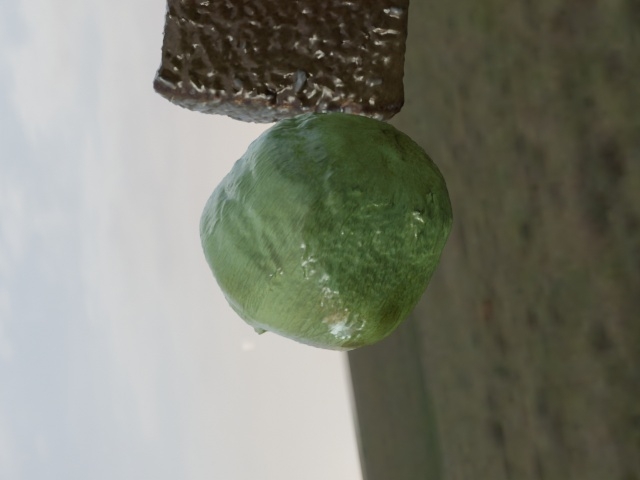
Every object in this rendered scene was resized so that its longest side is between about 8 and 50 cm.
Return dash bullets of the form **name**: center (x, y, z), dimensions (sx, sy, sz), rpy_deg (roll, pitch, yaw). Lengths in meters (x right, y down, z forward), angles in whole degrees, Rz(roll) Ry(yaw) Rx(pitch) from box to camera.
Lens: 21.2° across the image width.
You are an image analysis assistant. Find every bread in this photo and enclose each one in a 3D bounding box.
- **bread**: center (-0.038, -0.155, 1.269), dimensions (0.416, 0.165, 0.113), rpy_deg (-113, 29, -80)

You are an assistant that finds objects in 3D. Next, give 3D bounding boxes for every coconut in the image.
- **coconut**: center (0.000, 0.000, 0.623), dimensions (0.096, 0.088, 0.088), rpy_deg (-59, 22, 30)
